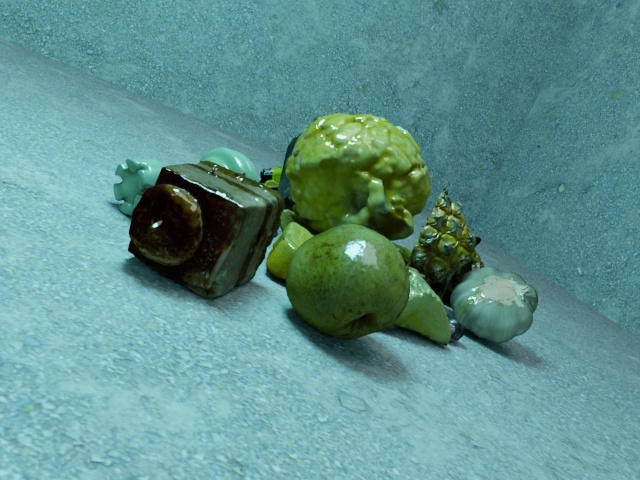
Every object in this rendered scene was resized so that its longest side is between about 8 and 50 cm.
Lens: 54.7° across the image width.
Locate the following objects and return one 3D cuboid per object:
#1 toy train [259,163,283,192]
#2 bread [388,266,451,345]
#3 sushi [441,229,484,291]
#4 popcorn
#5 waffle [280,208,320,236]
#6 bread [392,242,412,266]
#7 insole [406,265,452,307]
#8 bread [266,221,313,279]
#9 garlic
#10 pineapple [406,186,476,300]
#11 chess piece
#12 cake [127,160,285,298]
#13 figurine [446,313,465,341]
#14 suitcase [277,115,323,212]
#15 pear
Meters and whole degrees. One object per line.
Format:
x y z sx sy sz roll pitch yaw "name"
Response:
-0.131 -0.203 2.131 0.219 0.127 0.089 -3 18 -17 "toy train"
0.191 0.129 1.402 0.251 0.133 0.174 20 15 -25 "bread"
0.441 0.073 2.028 0.199 0.204 0.213 10 -15 -28 "sushi"
0.102 -0.170 1.697 0.390 0.354 0.344 52 -31 -7 "popcorn"
0.000 0.000 1.758 0.221 0.055 0.248 21 13 -17 "waffle"
0.255 0.071 1.927 0.236 0.070 0.236 25 12 -6 "bread"
0.345 0.151 1.771 0.253 0.086 0.005 33 47 13 "insole"
-0.062 0.032 1.421 0.102 0.094 0.245 33 12 -7 "bread"
0.454 0.171 1.633 0.227 0.152 0.228 0 39 0 "garlic"
0.311 0.053 1.631 0.158 0.335 0.161 29 33 7 "pineapple"
-0.306 -0.118 1.396 0.194 0.195 0.299 33 24 34 "chess piece"
-0.206 -0.027 1.121 0.198 0.196 0.293 28 11 7 "cake"
0.299 0.196 1.504 0.072 0.054 0.129 40 3 -33 "figurine"
-0.039 -0.225 1.988 0.128 0.313 0.202 22 -28 -25 "suitcase"
0.051 0.083 1.151 0.211 0.228 0.188 -109 176 -53 "pear"
